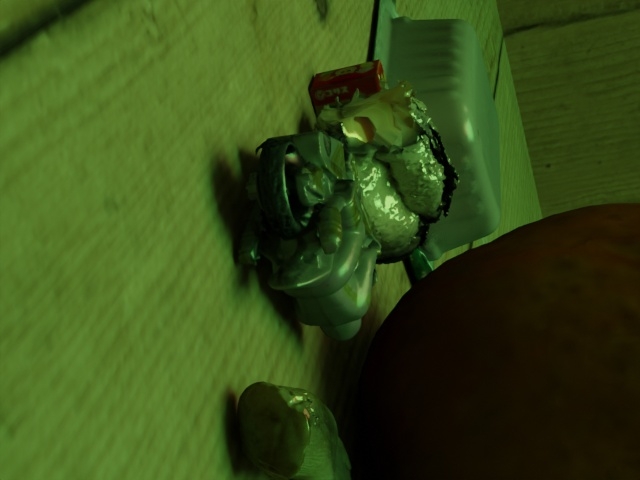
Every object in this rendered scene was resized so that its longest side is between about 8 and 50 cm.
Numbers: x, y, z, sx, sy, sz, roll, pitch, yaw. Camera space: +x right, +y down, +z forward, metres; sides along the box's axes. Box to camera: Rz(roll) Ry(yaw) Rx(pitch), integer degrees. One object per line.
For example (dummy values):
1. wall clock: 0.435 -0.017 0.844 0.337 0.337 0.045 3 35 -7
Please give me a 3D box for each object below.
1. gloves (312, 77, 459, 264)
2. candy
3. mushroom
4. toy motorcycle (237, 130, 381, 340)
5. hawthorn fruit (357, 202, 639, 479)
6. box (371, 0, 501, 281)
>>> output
1. gloves: 0.055 -0.054 1.117 0.070 0.114 0.153 -135 -154 -61
2. candy: 0.037 -0.091 1.165 0.038 0.062 0.122 -76 152 -62
3. mushroom: -0.009 0.138 0.867 0.202 0.054 0.059 57 32 -69
4. toy motorcycle: 0.000 0.000 0.938 0.225 0.073 0.152 -22 104 -76
5. hawthorn fruit: 0.257 0.187 1.090 0.472 0.472 0.472 -10 90 -76
6. box: 0.139 -0.120 1.494 0.336 0.106 0.264 -80 156 -52
